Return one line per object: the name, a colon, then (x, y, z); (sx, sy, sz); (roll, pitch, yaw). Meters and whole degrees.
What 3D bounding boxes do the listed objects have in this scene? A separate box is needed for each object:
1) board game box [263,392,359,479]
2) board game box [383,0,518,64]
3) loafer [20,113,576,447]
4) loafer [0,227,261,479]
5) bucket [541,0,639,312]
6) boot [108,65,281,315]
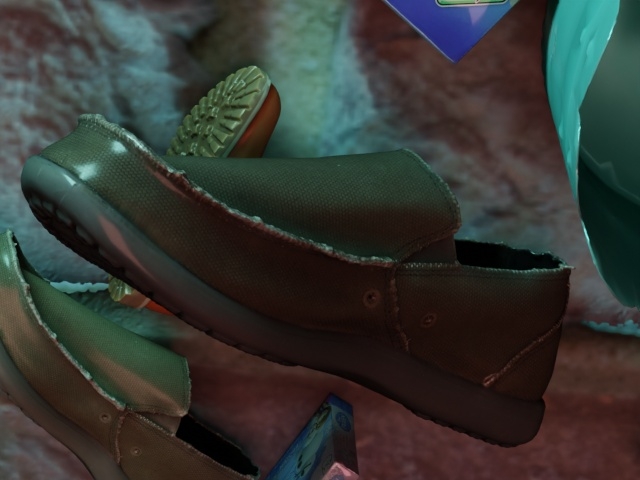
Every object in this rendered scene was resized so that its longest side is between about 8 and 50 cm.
board game box: (-0.011, 0.148, 1.122); (0.020, 0.090, 0.090); (32, 107, -14)
board game box: (0.030, -0.273, 0.974); (0.317, 0.046, 0.213); (40, 104, -17)
loafer: (0.000, 0.000, 1.015); (0.366, 0.134, 0.130); (24, 92, -42)
loafer: (-0.121, 0.080, 1.096); (0.087, 0.094, 0.251); (-33, 119, 5)
bucket: (0.249, -0.082, 0.989); (0.281, 0.183, 0.281); (-1, 113, -2)
boot: (-0.051, -0.023, 1.074); (0.084, 0.059, 0.158); (21, 110, -25)
